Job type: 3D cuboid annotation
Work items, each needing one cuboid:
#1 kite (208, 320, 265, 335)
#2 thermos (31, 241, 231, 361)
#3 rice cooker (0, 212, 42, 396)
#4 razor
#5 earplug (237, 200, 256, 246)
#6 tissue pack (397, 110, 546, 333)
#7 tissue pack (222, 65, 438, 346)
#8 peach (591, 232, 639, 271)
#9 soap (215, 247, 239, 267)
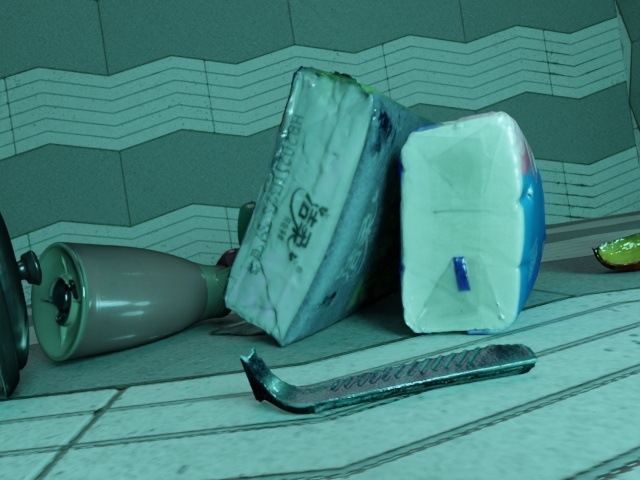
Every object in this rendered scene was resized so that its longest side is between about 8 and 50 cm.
[{"bbox_3d":[-0.038,0.105,0.725,0.169,0.015,0.310,-9,1,19],"label":"kite"},{"bbox_3d":[-0.254,0.086,0.662,0.176,0.146,0.265,-37,-23,28],"label":"thermos"},{"bbox_3d":[-0.386,0.050,0.413,0.227,0.241,0.280,-14,40,-38],"label":"rice cooker"},{"bbox_3d":[0.047,0.091,0.298,0.190,0.033,0.066,-5,-42,-2],"label":"razor"},{"bbox_3d":[-0.004,0.004,0.936,0.280,0.163,0.257,-20,31,-39],"label":"earplug"},{"bbox_3d":[0.188,-0.017,0.531,0.137,0.209,0.270,2,3,26],"label":"tissue pack"},{"bbox_3d":[0.065,-0.044,0.630,0.124,0.288,0.394,26,17,24],"label":"tissue pack"},{"bbox_3d":[0.438,0.019,0.641,0.083,0.050,0.077,1,-27,-20],"label":"peach"},{"bbox_3d":[-0.083,0.057,1.088,0.325,0.127,0.220,-9,0,-15],"label":"soap"}]
